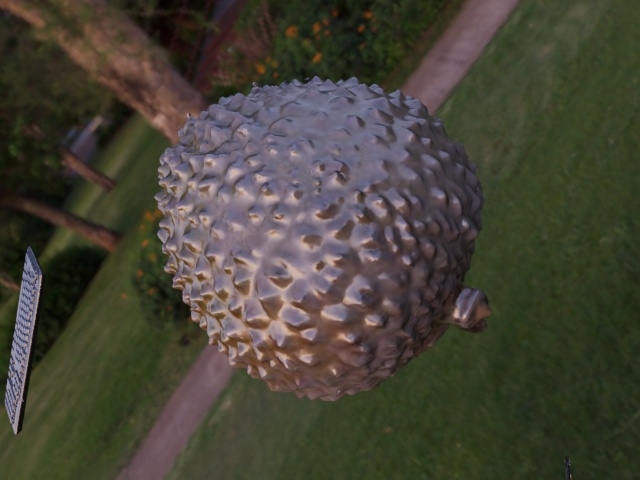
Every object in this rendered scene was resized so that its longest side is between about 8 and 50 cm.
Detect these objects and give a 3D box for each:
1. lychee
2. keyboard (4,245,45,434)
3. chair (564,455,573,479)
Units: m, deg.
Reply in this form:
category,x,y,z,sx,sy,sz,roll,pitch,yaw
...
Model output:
category,x,y,z,sx,sy,sz,roll,pitch,yaw
lychee,0.000,0.000,1.183,0.380,0.432,0.380,-56,-19,-30
keyboard,-0.320,0.109,1.096,0.067,0.011,0.202,47,128,49
chair,0.167,0.372,0.962,0.170,0.326,0.159,0,16,31
